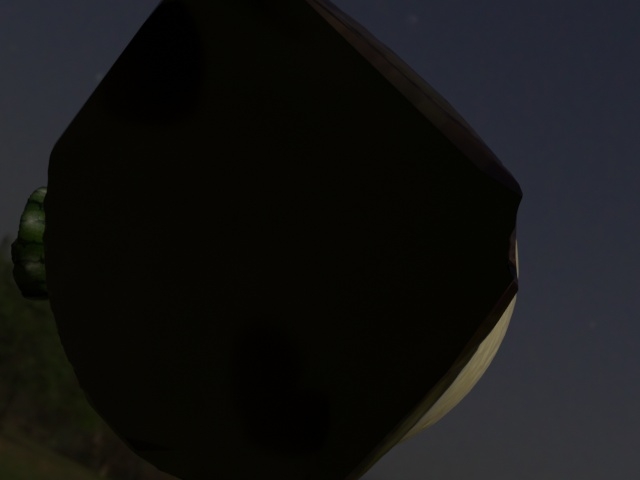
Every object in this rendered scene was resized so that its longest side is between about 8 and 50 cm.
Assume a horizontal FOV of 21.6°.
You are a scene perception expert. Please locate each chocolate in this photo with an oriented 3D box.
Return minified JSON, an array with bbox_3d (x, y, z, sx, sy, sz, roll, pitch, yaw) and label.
[{"bbox_3d":[0.000,0.000,1.207,0.314,0.326,0.297,42,20,16],"label":"chocolate"}]

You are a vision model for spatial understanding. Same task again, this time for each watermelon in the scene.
[{"bbox_3d":[-0.235,0.004,1.519,0.062,0.105,0.105,2,-16,15],"label":"watermelon"}]
